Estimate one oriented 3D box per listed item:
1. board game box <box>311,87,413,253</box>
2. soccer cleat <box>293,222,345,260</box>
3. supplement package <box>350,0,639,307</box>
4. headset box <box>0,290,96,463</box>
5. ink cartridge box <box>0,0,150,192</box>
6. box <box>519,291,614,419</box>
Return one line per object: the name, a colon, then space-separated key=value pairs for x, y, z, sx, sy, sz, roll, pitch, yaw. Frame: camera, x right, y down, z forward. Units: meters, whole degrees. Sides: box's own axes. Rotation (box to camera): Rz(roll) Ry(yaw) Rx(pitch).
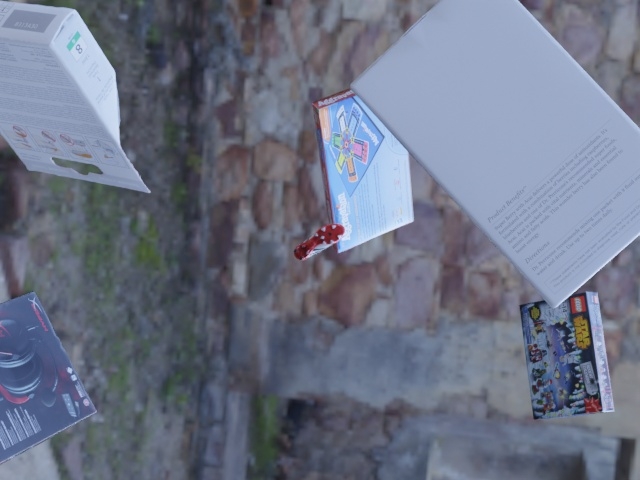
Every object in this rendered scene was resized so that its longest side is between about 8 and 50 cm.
board game box: x=0.070 y=-0.117 z=1.867 sx=0.027 sy=0.145 sz=0.281 roll=48 pitch=-25 yaw=45
soccer cleat: x=0.000 y=0.000 z=1.629 sx=0.029 sy=0.083 sz=0.035 roll=56 pitch=21 yaw=0
supplement package: x=0.199 y=-0.100 z=1.210 sx=0.177 sy=0.293 sz=0.175 roll=-42 pitch=174 yaw=8
headset box: x=-0.502 y=0.225 z=1.756 sx=0.293 sy=0.110 sz=0.218 roll=-24 pitch=85 yaw=-56
ink cartridge box: x=-0.276 y=-0.148 z=1.224 sx=0.056 sy=0.181 sz=0.224 roll=-63 pitch=147 yaw=-25
box: x=0.280 y=0.133 z=1.377 sx=0.027 sy=0.094 sz=0.137 roll=6 pitch=73 yaw=-46
